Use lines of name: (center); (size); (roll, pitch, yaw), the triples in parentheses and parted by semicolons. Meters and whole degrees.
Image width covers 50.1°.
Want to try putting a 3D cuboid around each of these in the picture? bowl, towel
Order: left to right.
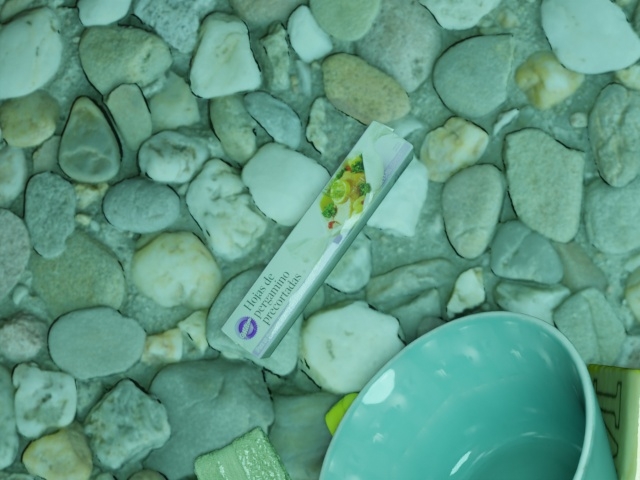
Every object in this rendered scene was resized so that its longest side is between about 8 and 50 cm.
towel: (-0.084, 0.317, 0.844); (0.110, 0.027, 0.148); (-28, 79, 2)
bowl: (0.161, 0.242, 0.675); (0.311, 0.311, 0.163); (-44, 113, 0)

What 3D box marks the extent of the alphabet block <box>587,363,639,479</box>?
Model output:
alphabet block: (0.385, 0.238, 0.707); (0.192, 0.193, 0.197); (5, 83, 7)

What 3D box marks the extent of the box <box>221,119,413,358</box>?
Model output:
box: (0.000, 0.000, 0.858); (0.063, 0.067, 0.324); (36, 89, 12)

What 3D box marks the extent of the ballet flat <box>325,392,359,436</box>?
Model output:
ballet flat: (0.065, 0.297, 0.811); (0.077, 0.077, 0.231); (-27, 76, 25)
